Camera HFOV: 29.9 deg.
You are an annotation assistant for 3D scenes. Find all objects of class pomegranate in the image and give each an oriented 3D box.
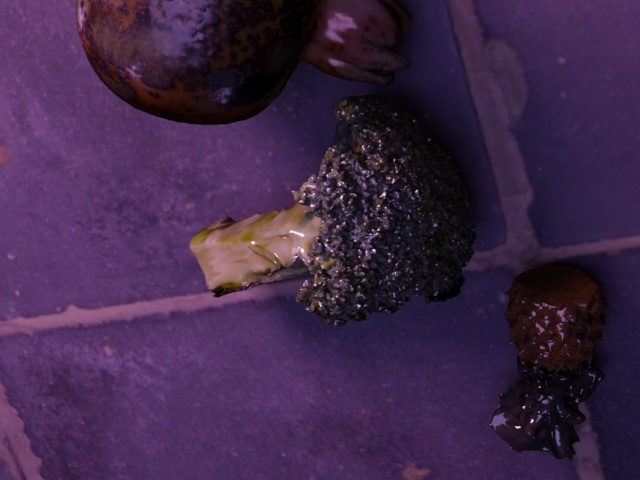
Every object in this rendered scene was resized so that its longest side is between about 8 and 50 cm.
[{"bbox_3d":[-0.068,-0.231,1.206,0.340,0.285,0.285,16,122,-12],"label":"pomegranate"}]

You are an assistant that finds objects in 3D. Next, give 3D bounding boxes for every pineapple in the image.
[{"bbox_3d":[0.255,0.143,1.339,0.119,0.111,0.237,29,133,42],"label":"pineapple"}]

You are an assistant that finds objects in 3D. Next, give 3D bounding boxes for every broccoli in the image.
[{"bbox_3d":[0.010,-0.019,1.318,0.221,0.252,0.361,48,163,-24],"label":"broccoli"}]
